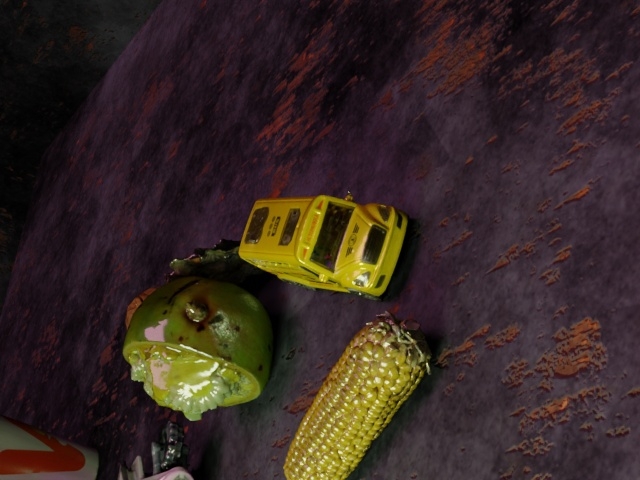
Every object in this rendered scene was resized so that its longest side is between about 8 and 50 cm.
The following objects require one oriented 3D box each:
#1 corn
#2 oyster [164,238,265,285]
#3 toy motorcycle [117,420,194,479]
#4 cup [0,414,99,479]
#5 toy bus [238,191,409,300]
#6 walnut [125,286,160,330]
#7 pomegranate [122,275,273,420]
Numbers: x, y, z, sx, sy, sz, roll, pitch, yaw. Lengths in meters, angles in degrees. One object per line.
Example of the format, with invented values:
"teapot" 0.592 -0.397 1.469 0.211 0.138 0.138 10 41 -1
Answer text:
"corn" 0.044 0.232 1.393 0.318 0.115 0.115 -57 29 20
"oyster" -0.195 0.051 1.867 0.259 0.198 0.092 127 125 -81
"toy motorcycle" -0.301 0.495 1.796 0.327 0.143 0.188 -68 26 16
"cup" -0.670 0.508 2.292 0.203 0.288 0.203 -41 37 41
"toy bus" 0.000 0.000 1.595 0.330 0.152 0.144 2 72 62
"walnut" -0.339 0.169 2.111 0.144 0.144 0.180 -66 19 5
"pomegranate" -0.212 0.195 1.758 0.341 0.260 0.260 114 168 -69
